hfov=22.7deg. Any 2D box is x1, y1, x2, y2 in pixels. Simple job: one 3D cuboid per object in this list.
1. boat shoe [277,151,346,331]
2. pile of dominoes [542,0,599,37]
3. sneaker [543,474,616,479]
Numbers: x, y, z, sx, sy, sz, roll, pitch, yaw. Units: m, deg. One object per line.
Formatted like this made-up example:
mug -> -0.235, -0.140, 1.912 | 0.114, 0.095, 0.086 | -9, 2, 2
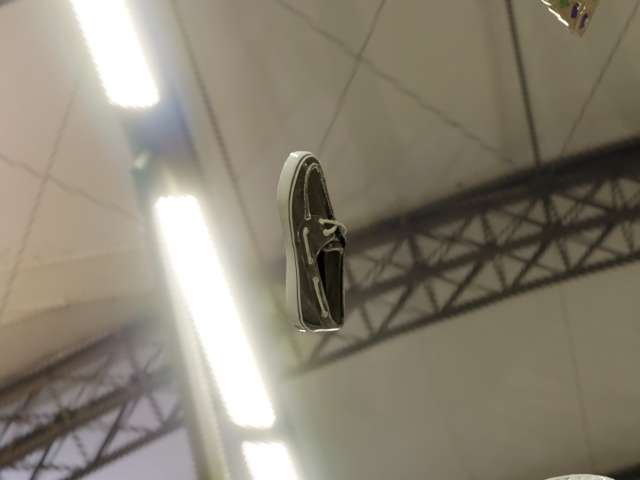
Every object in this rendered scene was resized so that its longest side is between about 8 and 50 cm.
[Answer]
boat shoe -> 0.000, 0.000, 1.923 | 0.070, 0.077, 0.219 | -4, -89, 40
pile of dominoes -> 0.259, -0.307, 1.353 | 0.040, 0.251, 0.196 | 26, 2, 27
sneaker -> 0.067, 0.235, 0.879 | 0.094, 0.255, 0.151 | -161, -120, -71
